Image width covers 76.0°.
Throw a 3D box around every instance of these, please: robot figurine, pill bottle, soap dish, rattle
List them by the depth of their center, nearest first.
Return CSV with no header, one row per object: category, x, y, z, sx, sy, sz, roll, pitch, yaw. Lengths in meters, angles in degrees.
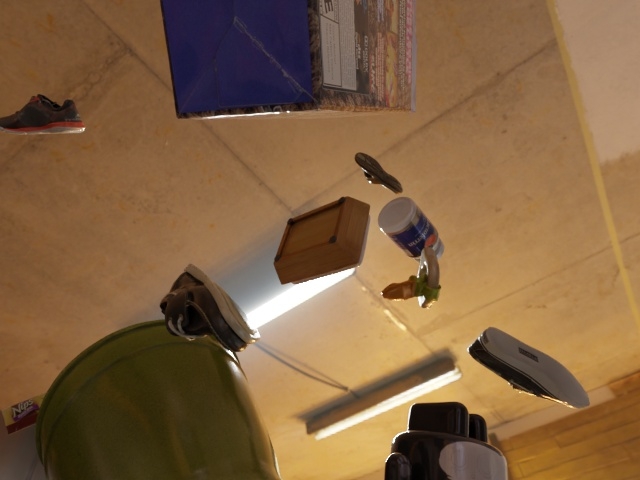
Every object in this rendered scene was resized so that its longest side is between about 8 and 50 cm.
robot figurine,0.175,0.382,0.584,0.209,0.278,0.173,13,-34,1
rattle,0.230,0.068,1.040,0.143,0.199,0.130,-5,-33,14
soap dish,0.000,0.000,1.231,0.291,0.228,0.118,-19,-50,35
pill bottle,0.341,-0.027,1.508,0.153,0.153,0.265,-34,-53,21

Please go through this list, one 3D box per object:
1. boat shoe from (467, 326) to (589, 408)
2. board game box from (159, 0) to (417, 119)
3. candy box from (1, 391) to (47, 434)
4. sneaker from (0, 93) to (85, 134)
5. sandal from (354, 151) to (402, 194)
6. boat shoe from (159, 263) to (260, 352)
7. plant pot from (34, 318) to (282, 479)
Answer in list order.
boat shoe,0.380,0.242,0.754,0.219,0.078,0.070,33,-54,5
board game box,-0.005,-0.245,0.413,0.141,0.291,0.232,5,-74,26
candy box,-0.565,0.343,0.847,0.109,0.053,0.187,-18,-8,-28
sneaker,-0.477,-0.215,0.698,0.158,0.061,0.064,1,-73,7
sandal,0.168,-0.192,1.226,0.180,0.072,0.049,38,-50,-9
boat shoe,-0.137,0.089,0.477,0.079,0.233,0.084,-44,-66,-18
plant pot,-0.225,0.366,0.642,0.367,0.353,0.366,-12,-68,-32
